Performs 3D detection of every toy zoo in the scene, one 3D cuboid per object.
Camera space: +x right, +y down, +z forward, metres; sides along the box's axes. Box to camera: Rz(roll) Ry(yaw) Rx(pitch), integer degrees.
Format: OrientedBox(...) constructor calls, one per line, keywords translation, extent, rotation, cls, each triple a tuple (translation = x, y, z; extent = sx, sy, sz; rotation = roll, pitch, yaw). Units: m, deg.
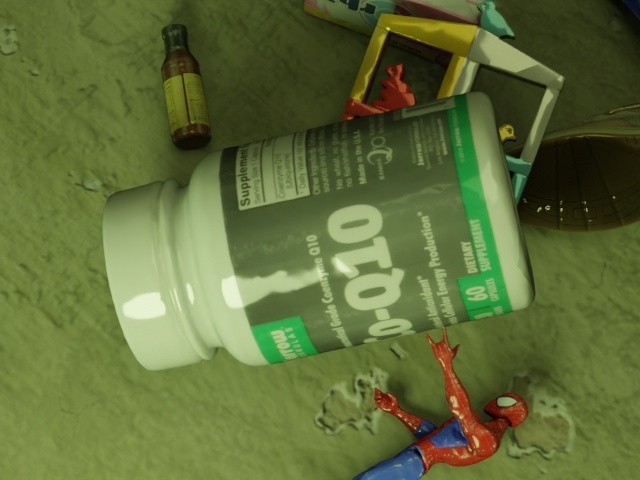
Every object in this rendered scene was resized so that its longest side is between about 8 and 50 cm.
OrientedBox(translation=(0.113, -0.095, 1.684), extent=(0.192, 0.030, 0.293), rotation=(20, 90, 9), cls="toy zoo")

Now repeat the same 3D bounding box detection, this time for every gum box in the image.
OrientedBox(translation=(0.073, -0.252, 1.764), extent=(0.188, 0.107, 0.062), rotation=(21, 69, 2), cls="gum box")

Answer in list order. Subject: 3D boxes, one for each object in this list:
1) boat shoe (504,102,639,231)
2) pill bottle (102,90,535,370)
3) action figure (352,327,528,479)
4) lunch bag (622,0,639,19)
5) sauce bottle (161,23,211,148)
OrientedBox(translation=(0.314, -0.086, 1.735), extent=(0.302, 0.098, 0.109), rotation=(-12, 114, 5), cls="boat shoe")
OrientedBox(translation=(0.000, 0.000, 1.577), extent=(0.361, 0.204, 0.204), rotation=(-13, 70, 8), cls="pill bottle")
OrientedBox(translation=(0.055, 0.181, 1.605), extent=(0.280, 0.091, 0.139), rotation=(-22, 82, -13), cls="action figure")
OrientedBox(translation=(0.428, -0.294, 1.777), extent=(0.221, 0.138, 0.293), rotation=(-24, 63, -14), cls="lunch bag")
OrientedBox(translation=(-0.137, -0.156, 1.742), extent=(0.042, 0.042, 0.128), rotation=(-5, 70, -8), cls="sauce bottle")
